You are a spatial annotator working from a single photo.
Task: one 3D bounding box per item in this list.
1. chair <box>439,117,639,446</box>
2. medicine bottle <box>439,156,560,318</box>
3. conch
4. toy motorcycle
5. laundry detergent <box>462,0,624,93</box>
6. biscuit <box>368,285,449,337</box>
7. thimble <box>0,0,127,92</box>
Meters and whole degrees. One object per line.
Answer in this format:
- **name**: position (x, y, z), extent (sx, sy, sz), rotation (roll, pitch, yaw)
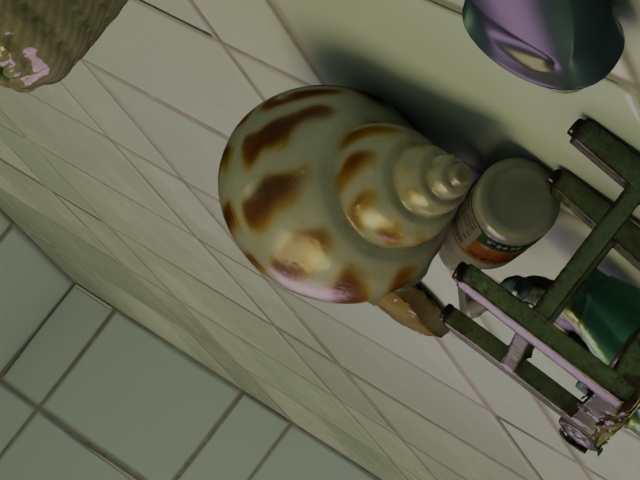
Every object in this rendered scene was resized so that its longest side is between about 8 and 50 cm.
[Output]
- **chair**: position (0.223, 0.067, 1.176), extent (0.270, 0.147, 0.136), rotation (37, 168, 8)
- **medicine bottle**: position (0.126, 0.005, 1.374), extent (0.061, 0.092, 0.221), rotation (-6, 171, -7)
- **conch**: position (0.019, -0.036, 1.367), extent (0.182, 0.149, 0.275), rotation (-6, -157, -32)
- **toy motorcycle**: position (0.268, 0.122, 1.361), extent (0.296, 0.109, 0.198), rotation (38, 166, -7)
- **laundry detergent**: position (0.105, -0.136, 0.943), extent (0.096, 0.061, 0.206), rotation (21, 163, 29)
- **biscuit**: position (-0.001, 0.001, 1.859), extent (0.289, 0.038, 0.141), rotation (33, 167, 23)
- **thimble**: position (-0.253, -0.224, 1.451), extent (0.219, 0.150, 0.219), rotation (36, 169, 8)
